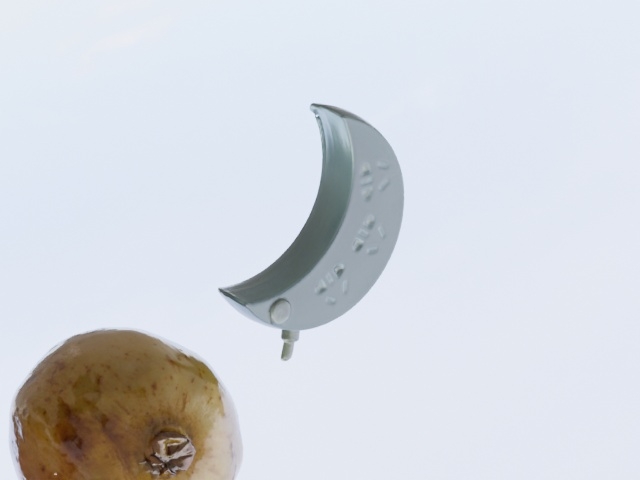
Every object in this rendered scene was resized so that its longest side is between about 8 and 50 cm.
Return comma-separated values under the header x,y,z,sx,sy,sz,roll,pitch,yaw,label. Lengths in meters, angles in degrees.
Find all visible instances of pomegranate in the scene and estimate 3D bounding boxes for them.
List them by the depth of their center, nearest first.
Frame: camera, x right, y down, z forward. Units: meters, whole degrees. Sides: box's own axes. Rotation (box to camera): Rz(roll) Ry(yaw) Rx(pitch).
x,y,z,sx,sy,sz,roll,pitch,yaw,label
-0.176,0.187,1.124,0.215,0.215,0.215,-16,-158,7,pomegranate

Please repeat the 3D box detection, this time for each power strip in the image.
x,y,z,sx,sy,sz,roll,pitch,yaw,label
0.000,0.000,1.233,0.054,0.167,0.253,25,-90,49,power strip
